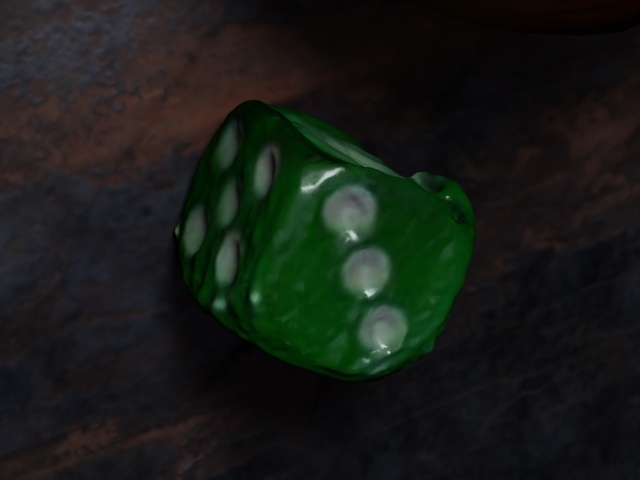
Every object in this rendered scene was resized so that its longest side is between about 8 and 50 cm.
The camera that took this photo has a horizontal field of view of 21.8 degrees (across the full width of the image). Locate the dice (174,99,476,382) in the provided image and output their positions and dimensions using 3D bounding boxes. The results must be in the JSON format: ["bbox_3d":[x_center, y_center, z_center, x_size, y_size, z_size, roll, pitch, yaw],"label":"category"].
[{"bbox_3d":[0.000,0.000,0.930,0.128,0.131,0.120,18,101,-30],"label":"dice"}]

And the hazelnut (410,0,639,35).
[{"bbox_3d":[0.119,-0.282,0.806,0.372,0.315,0.372,1,81,-9],"label":"hazelnut"}]
